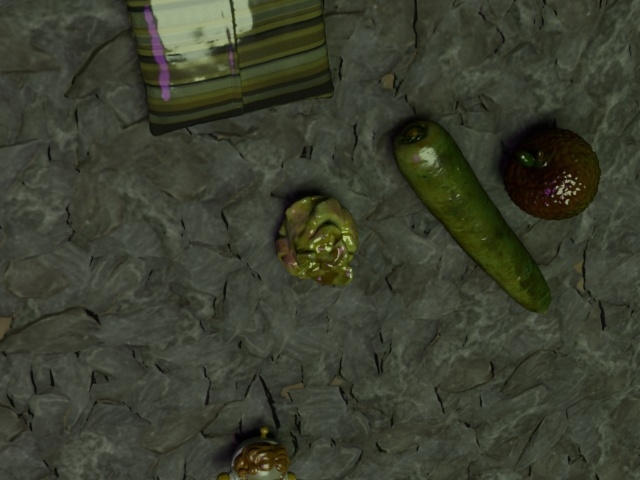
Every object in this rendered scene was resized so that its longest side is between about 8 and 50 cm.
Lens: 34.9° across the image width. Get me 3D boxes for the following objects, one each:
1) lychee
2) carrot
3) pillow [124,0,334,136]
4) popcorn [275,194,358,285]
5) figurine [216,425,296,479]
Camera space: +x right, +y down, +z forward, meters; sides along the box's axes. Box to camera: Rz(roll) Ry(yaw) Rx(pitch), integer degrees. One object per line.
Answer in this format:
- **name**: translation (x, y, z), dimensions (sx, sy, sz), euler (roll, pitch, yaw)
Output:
- **lychee**: translation (0.276, -0.077, 1.215), dimensions (0.114, 0.114, 0.146), euler (-46, 142, 9)
- **carrot**: translation (0.197, -0.012, 1.249), dimensions (0.074, 0.074, 0.358), euler (-39, 126, 4)
- **pillow**: translation (-0.091, -0.221, 1.036), dimensions (0.208, 0.052, 0.212), euler (-16, 123, -15)
- **popcorn**: translation (-0.001, -0.002, 1.175), dimensions (0.097, 0.089, 0.109), euler (-15, 119, -25)
- **figurine**: translation (-0.084, 0.311, 1.332), dimensions (0.101, 0.068, 0.143), euler (-14, 134, -8)
